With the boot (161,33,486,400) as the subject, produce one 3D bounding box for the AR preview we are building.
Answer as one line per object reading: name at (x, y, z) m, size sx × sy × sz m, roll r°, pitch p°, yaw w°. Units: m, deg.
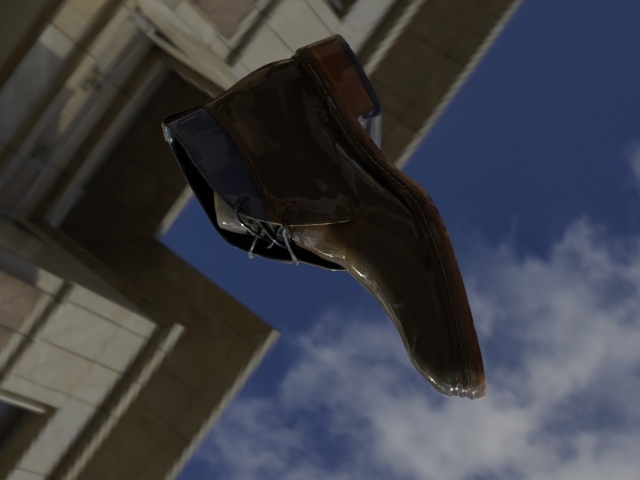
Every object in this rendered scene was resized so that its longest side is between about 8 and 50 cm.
boot at (0.000, 0.000, 0.679) m, size 0.106 × 0.082 × 0.219 m, roll -20°, pitch -123°, yaw -8°
